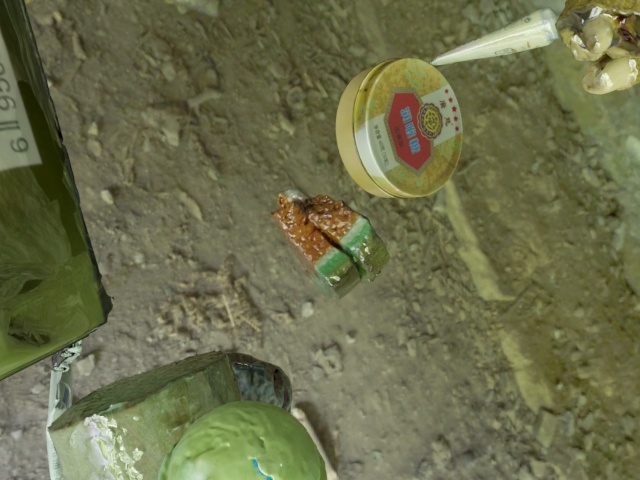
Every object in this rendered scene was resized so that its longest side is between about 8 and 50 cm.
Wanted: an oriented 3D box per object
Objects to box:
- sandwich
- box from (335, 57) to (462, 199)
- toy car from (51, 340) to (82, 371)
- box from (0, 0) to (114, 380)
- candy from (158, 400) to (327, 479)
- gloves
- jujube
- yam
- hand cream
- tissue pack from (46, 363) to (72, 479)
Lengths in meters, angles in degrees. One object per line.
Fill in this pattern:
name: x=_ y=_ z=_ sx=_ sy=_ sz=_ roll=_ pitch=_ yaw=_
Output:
sandwich: x=0.009 y=0.008 z=1.053 sx=0.109 sy=0.292 sz=0.212 roll=-45 pitch=106 yaw=-8
box: x=0.061 y=-0.083 z=0.486 sx=0.106 sy=0.037 sz=0.105 roll=-2 pitch=93 yaw=-38
toy car: x=-0.263 y=0.109 z=0.667 sx=0.025 sy=0.093 sz=0.041 roll=4 pitch=64 yaw=-29
box: x=-0.366 y=-0.086 z=0.387 sx=0.138 sy=0.420 sz=0.372 roll=-32 pitch=112 yaw=-65
candy: x=-0.074 y=0.236 z=0.427 sx=0.092 sy=0.335 sz=0.093 roll=23 pitch=31 yaw=9
gloves: x=0.370 y=-0.278 z=0.671 sx=0.155 sy=0.203 sz=0.356 roll=42 pitch=61 yaw=9
jujube: x=-0.168 y=0.358 z=1.164 sx=0.226 sy=0.226 sz=0.316 roll=9 pitch=96 yaw=-51
yam: x=-0.120 y=0.228 z=0.559 sx=0.161 sy=0.161 sz=0.268 roll=-35 pitch=112 yaw=-54
hand cream: x=0.196 y=-0.221 z=0.727 sx=0.061 sy=0.143 sz=0.039 roll=-36 pitch=110 yaw=-56
tissue pack: x=-0.327 y=0.216 z=0.809 sx=0.026 sy=0.193 sz=0.122 roll=3 pitch=36 yaw=-20
